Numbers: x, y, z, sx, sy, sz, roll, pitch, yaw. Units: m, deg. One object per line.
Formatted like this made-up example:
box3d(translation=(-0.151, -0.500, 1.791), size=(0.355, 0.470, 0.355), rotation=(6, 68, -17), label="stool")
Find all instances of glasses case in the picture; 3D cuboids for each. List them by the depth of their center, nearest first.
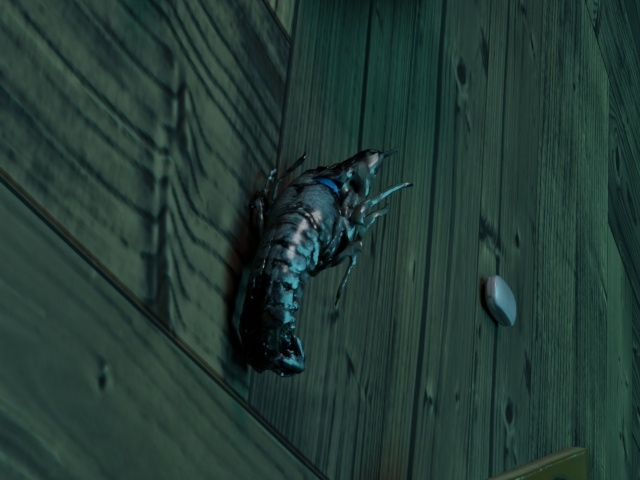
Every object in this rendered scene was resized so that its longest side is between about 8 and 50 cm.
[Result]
box3d(translation=(0.176, 0.059, 1.451), size=(0.083, 0.021, 0.032), rotation=(46, 47, -61), label="glasses case")

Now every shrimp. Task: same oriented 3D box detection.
box3d(translation=(-0.001, -0.002, 0.875), size=(0.076, 0.082, 0.174), rotation=(74, 29, -43), label="shrimp")

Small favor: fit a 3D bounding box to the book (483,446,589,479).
box3d(translation=(0.099, 0.271, 1.011), size=(0.295, 0.020, 0.207), rotation=(-10, 99, -46), label="book")
